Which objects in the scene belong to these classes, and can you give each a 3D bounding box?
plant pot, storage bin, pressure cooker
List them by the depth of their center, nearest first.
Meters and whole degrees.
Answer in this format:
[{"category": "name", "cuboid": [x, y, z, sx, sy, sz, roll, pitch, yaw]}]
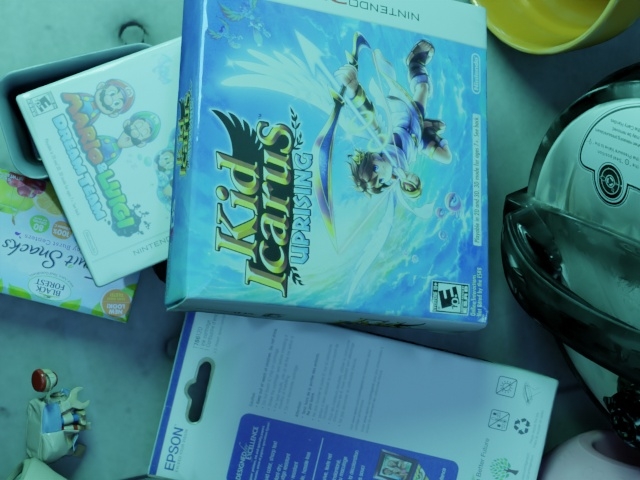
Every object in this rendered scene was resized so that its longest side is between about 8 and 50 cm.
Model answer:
[{"category": "pressure cooker", "cuboid": [0.375, 0.007, 0.781, 0.420, 0.370, 0.375, -20, 75, -22]}, {"category": "storage bin", "cuboid": [-0.188, -0.097, 0.791, 0.135, 0.091, 0.098, -17, 97, -13]}, {"category": "plant pot", "cuboid": [0.258, -0.282, 0.865, 0.188, 0.205, 0.205, -17, 97, -30]}]

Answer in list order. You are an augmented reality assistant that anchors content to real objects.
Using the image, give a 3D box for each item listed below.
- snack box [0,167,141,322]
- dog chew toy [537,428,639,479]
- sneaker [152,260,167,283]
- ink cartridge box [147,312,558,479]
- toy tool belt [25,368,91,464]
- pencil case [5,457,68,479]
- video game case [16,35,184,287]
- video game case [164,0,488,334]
[{"category": "snack box", "cuboid": [-0.220, 0.004, 0.814, 0.141, 0.037, 0.100, 15, 89, -15]}, {"category": "dog chew toy", "cuboid": [0.273, 0.349, 0.887, 0.206, 0.206, 0.332, 2, 100, -15]}, {"category": "sneaker", "cuboid": [0.000, 0.000, 0.829, 0.283, 0.124, 0.107, -2, 92, -15]}, {"category": "ink cartridge box", "cuboid": [0.029, 0.161, 0.854, 0.332, 0.065, 0.165, 15, 88, -4]}, {"category": "toy tool belt", "cuboid": [-0.220, 0.147, 0.819, 0.051, 0.052, 0.083, -1, 96, -46]}, {"category": "pencil case", "cuboid": [-0.113, 0.322, 0.786, 0.410, 0.183, 0.160, 28, 80, -12]}, {"category": "video game case", "cuboid": [-0.137, -0.063, 0.749, 0.143, 0.019, 0.157, -23, 99, -14]}, {"category": "video game case", "cuboid": [0.013, -0.072, 0.745, 0.244, 0.061, 0.269, 6, 77, -22]}]
